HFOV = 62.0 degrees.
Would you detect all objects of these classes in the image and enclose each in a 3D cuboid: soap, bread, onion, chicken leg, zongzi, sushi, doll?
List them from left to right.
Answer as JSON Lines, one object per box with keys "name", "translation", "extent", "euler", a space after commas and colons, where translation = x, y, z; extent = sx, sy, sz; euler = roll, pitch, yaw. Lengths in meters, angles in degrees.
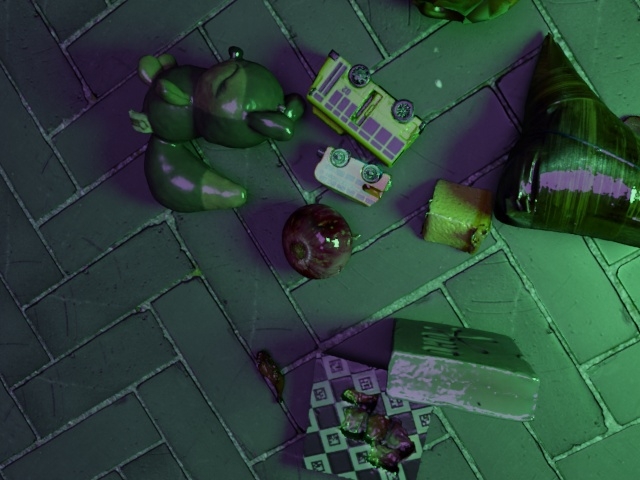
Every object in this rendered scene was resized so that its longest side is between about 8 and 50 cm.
{"name": "doll", "translation": [-0.220, -0.248, 1.232], "extent": [0.382, 0.252, 0.379], "euler": [14, 129, 11]}
{"name": "chicken leg", "translation": [-0.121, 0.342, 1.332], "extent": [0.062, 0.037, 0.145], "euler": [-31, 89, 33]}
{"name": "onion", "translation": [-0.007, 0.002, 1.226], "extent": [0.177, 0.153, 0.177], "euler": [6, 113, 14]}
{"name": "sushi", "translation": [0.110, 0.435, 1.289], "extent": [0.292, 0.059, 0.294], "euler": [12, 97, 8]}
{"name": "soap", "translation": [0.284, 0.263, 1.126], "extent": [0.285, 0.296, 0.107], "euler": [9, 97, 7]}
{"name": "bread", "translation": [0.314, -0.057, 1.208], "extent": [0.147, 0.127, 0.152], "euler": [20, 65, 9]}
{"name": "zongzi", "translation": [0.598, -0.205, 1.077], "extent": [0.403, 0.208, 0.432], "euler": [14, 82, 16]}

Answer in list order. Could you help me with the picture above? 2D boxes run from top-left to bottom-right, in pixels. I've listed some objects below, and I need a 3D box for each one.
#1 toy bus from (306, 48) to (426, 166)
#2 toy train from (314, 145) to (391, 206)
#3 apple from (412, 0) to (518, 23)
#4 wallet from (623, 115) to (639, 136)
{"name": "toy bus", "translation": [0.096, -0.289, 1.187], "extent": [0.262, 0.128, 0.150], "euler": [39, 100, 3]}
{"name": "toy train", "translation": [0.072, -0.152, 1.235], "extent": [0.188, 0.072, 0.099], "euler": [26, 105, 6]}
{"name": "apple", "translation": [0.272, -0.610, 1.043], "extent": [0.384, 0.374, 0.374], "euler": [9, 98, 39]}
{"name": "wallet", "translation": [0.750, -0.171, 1.136], "extent": [0.255, 0.031, 0.137], "euler": [23, 102, 8]}
